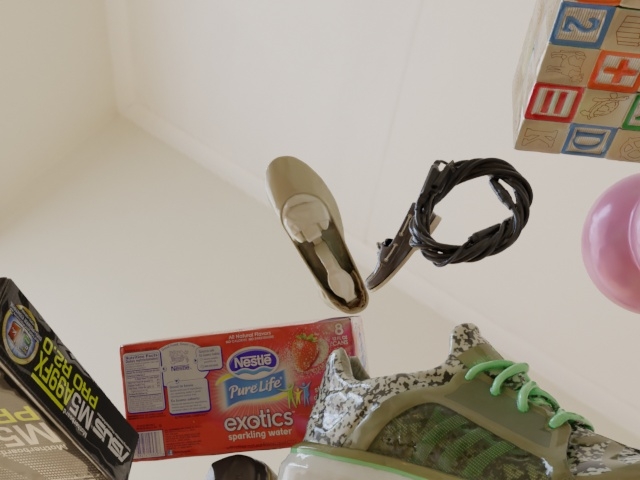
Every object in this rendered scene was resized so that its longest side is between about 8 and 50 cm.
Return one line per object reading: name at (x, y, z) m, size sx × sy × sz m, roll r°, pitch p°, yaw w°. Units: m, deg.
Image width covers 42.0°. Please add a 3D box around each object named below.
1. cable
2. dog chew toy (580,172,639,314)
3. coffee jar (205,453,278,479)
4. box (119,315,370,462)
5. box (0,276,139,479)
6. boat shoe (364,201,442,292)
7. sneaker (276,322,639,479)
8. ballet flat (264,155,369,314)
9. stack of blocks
cable at (0.196, -0.033, 1.099) m, size 0.150 × 0.185 × 0.047 m, roll 14°, pitch -34°, yaw 17°
dog chew toy at (0.490, -0.006, 1.097) m, size 0.206 × 0.206 × 0.332 m, roll 44°, pitch -13°, yaw -3°
coffee jar at (-0.049, 0.305, 0.901) m, size 0.079 × 0.096 × 0.184 m, roll -25°, pitch -49°, yaw 29°
box at (-0.076, 0.159, 0.915) m, size 0.256 × 0.128 × 0.122 m, roll -8°, pitch -4°, yaw 8°
box at (-0.317, 0.137, 0.673) m, size 0.270 × 0.060 × 0.216 m, roll -8°, pitch -47°, yaw 15°
boat shoe at (0.135, 0.012, 1.515) m, size 0.065 × 0.075 × 0.206 m, roll 38°, pitch -59°, yaw -2°
sneaker at (0.142, 0.150, 0.687) m, size 0.410 × 0.182 × 0.158 m, roll -5°, pitch -23°, yaw 29°
ballet flat at (0.000, 0.000, 1.137) m, size 0.086 × 0.086 × 0.248 m, roll -2°, pitch -56°, yaw 48°
stack of blocks at (0.267, -0.192, 0.658) m, size 0.171 × 0.087 × 0.297 m, roll 6°, pitch -35°, yaw 3°
